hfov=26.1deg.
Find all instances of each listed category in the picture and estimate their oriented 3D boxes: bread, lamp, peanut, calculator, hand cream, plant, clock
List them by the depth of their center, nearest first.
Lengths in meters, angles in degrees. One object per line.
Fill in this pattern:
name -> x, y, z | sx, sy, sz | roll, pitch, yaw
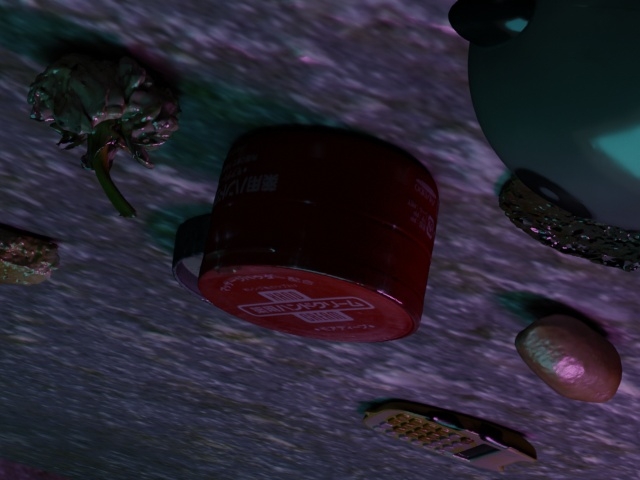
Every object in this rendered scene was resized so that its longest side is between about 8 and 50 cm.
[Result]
lamp -> 0.184, -0.087, 0.756 | 0.198, 0.197, 0.244 | 4, 167, 19
plant -> -0.164, -0.077, 1.044 | 0.116, 0.122, 0.104 | 4, 171, -1
hand cream -> 0.000, 0.000, 1.145 | 0.193, 0.125, 0.193 | 9, 159, 4
clock -> -0.043, 0.034, 1.376 | 0.215, 0.042, 0.215 | 10, 160, 4
peanut -> 0.252, 0.117, 1.398 | 0.076, 0.076, 0.152 | -8, 147, 42
bread -> -0.370, 0.008, 1.467 | 0.154, 0.054, 0.136 | -9, 149, 38
calculator -> 0.170, 0.264, 1.892 | 0.236, 0.033, 0.157 | 19, 159, -14

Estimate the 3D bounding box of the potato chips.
potato chips -> 0.254, -0.017, 1.106 | 0.220, 0.029, 0.202 | -8, 150, 46
